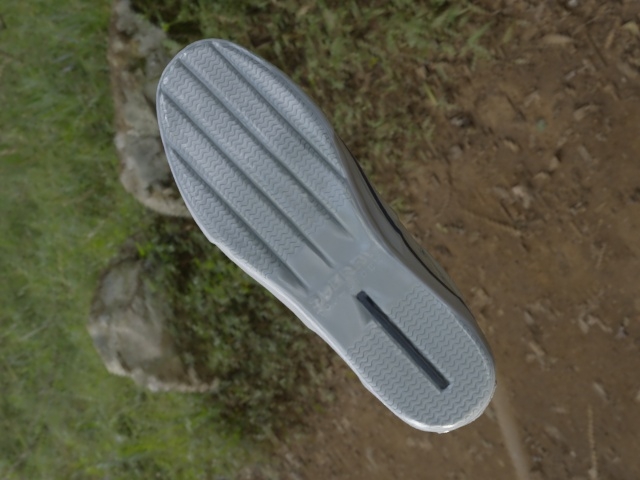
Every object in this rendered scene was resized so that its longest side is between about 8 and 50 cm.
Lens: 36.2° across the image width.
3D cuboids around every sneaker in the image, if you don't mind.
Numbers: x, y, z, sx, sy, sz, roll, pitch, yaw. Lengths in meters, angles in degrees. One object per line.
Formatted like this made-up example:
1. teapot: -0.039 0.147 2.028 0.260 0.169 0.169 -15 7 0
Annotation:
1. sneaker: 0.000 0.000 0.561 0.258 0.094 0.091 54 -176 3
